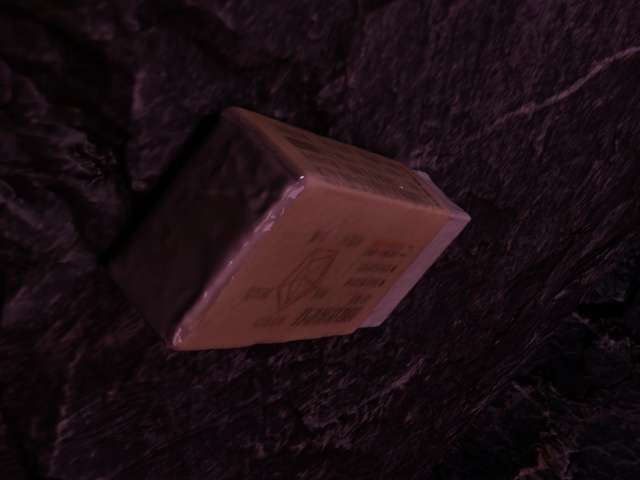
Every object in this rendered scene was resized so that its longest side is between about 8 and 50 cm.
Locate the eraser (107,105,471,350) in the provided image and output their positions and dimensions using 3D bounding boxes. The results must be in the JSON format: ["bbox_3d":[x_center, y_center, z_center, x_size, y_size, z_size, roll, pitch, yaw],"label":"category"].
[{"bbox_3d":[0.000,0.000,0.721,0.144,0.078,0.343,-50,159,14],"label":"eraser"}]
